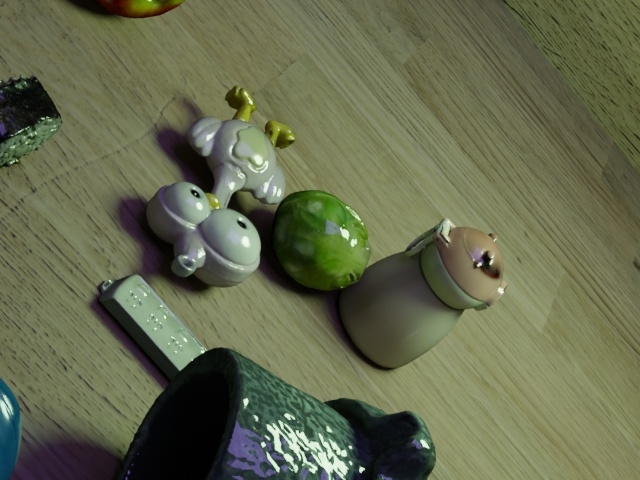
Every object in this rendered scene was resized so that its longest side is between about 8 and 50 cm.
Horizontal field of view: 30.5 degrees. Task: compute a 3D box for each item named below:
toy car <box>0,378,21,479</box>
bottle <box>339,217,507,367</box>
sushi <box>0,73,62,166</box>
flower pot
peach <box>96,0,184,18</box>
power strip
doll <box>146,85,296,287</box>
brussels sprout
[{"bbox_3d":[-0.361,0.109,0.985,0.314,0.166,0.198,57,34,-5],"label":"toy car"},{"bbox_3d":[0.154,0.066,1.639,0.147,0.236,0.147,34,36,-30],"label":"bottle"},{"bbox_3d":[-0.353,-0.131,1.306,0.078,0.090,0.150,49,34,1],"label":"sushi"},{"bbox_3d":[-0.026,0.262,1.155,0.283,0.299,0.299,34,36,-22],"label":"flower pot"},{"bbox_3d":[-0.262,-0.425,1.614,0.196,0.190,0.226,-6,71,-44],"label":"peach"},{"bbox_3d":[-0.160,0.139,1.356,0.253,0.027,0.060,49,32,-7],"label":"power strip"},{"bbox_3d":[-0.128,-0.063,1.532,0.160,0.094,0.365,40,33,-16],"label":"doll"},{"bbox_3d":[0.002,-0.002,1.620,0.155,0.117,0.155,22,37,-18],"label":"brussels sprout"}]
